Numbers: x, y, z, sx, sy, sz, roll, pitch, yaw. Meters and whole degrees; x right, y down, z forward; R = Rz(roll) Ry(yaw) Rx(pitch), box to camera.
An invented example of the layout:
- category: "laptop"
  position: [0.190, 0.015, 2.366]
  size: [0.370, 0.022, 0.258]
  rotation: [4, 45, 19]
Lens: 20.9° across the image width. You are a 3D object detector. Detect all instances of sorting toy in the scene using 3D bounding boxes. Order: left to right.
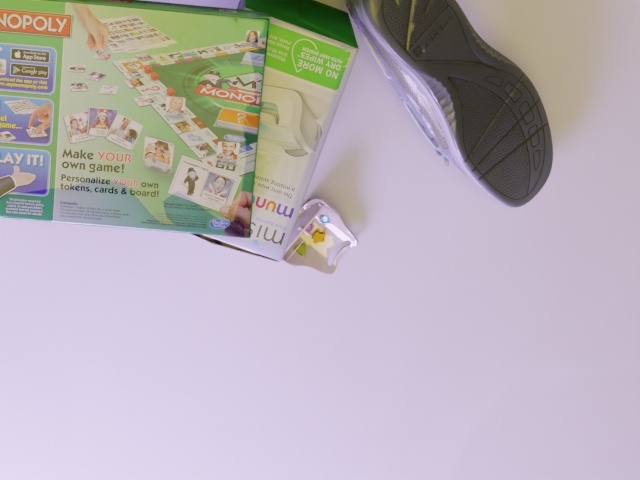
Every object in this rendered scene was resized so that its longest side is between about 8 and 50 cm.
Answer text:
- category: "sorting toy"
  position: [0.000, 0.000, 1.945]
  size: [0.075, 0.045, 0.083]
  rotation: [37, 100, -19]

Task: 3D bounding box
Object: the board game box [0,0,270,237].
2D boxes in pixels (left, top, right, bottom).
- category: "board game box"
  position: [-0.214, -0.121, 1.628]
  size: [0.317, 0.046, 0.214]
  rotation: [5, 104, -4]

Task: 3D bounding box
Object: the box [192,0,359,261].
- category: "box"
  position: [-0.056, -0.130, 1.792]
  size: [0.126, 0.262, 0.231]
  rotation: [19, 104, -7]

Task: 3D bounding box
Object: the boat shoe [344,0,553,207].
- category: "boat shoe"
  position: [0.138, -0.169, 1.875]
  size: [0.118, 0.103, 0.320]
  rotation: [-47, 116, -9]
